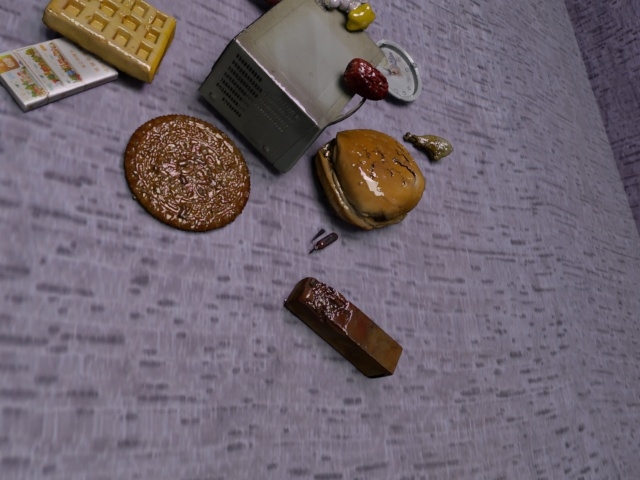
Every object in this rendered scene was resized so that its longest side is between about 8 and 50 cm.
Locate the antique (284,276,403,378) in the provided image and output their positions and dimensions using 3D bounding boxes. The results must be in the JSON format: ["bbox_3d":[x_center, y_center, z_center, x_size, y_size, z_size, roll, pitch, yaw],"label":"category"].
[{"bbox_3d":[0.058,0.214,1.229,0.310,0.093,0.087,43,53,-13],"label":"antique"}]

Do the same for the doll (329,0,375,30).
[{"bbox_3d":[0.081,-0.602,1.285,0.135,0.071,0.113,0,63,-31],"label":"doll"}]

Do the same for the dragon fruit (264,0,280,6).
[{"bbox_3d":[-0.059,-0.699,1.456,0.262,0.134,0.211,-9,50,-37],"label":"dragon fruit"}]

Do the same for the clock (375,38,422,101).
[{"bbox_3d":[0.251,-0.573,1.712,0.237,0.053,0.236,13,66,-32],"label":"clock"}]

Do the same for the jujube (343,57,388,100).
[{"bbox_3d":[0.112,-0.385,1.212,0.129,0.077,0.077,23,59,-39],"label":"jujube"}]

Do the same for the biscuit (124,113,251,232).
[{"bbox_3d":[-0.298,-0.162,1.163,0.305,0.038,0.305,14,64,-31],"label":"biscuit"}]

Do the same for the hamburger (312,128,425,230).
[{"bbox_3d":[0.138,-0.180,1.406,0.305,0.174,0.284,-16,70,-45],"label":"hamburger"}]

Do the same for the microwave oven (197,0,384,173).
[{"bbox_3d":[-0.064,-0.425,1.304,0.333,0.247,0.394,43,52,-12],"label":"microwave oven"}]

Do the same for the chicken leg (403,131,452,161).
[{"bbox_3d":[0.361,-0.320,1.685,0.178,0.070,0.093,18,68,-21],"label":"chicken leg"}]

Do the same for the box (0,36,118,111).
[{"bbox_3d":[-0.562,-0.365,1.061,0.122,0.032,0.220,53,51,-5],"label":"box"}]

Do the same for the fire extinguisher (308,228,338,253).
[{"bbox_3d":[0.003,-0.003,1.318,0.100,0.032,0.046,-30,101,-45],"label":"fire extinguisher"}]

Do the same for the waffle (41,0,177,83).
[{"bbox_3d":[-0.468,-0.498,1.145,0.248,0.055,0.221,27,47,-25],"label":"waffle"}]
